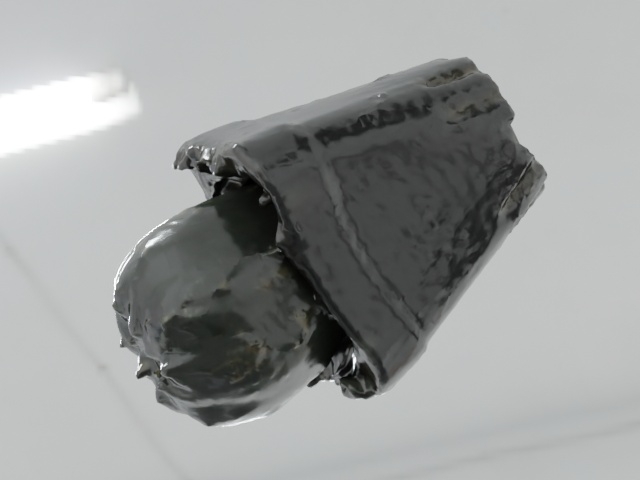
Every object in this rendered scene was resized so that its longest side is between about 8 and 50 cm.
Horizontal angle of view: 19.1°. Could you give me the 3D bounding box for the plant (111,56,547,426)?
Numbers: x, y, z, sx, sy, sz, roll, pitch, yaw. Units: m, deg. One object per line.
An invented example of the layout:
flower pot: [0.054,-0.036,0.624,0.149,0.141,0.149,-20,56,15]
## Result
plant: [0.000,0.000,1.065,0.256,0.142,0.164,-33,-74,-18]
